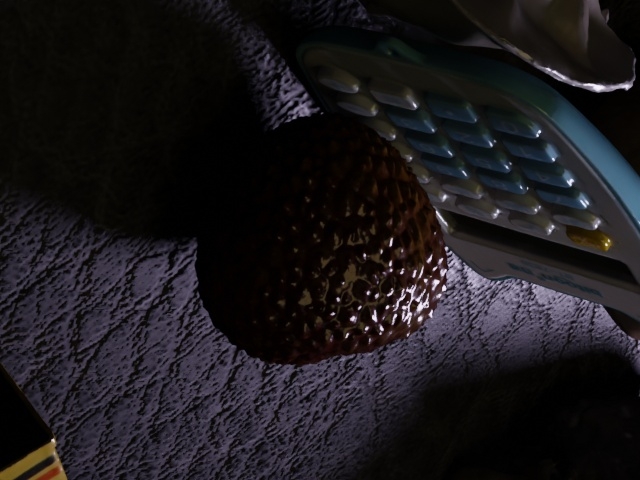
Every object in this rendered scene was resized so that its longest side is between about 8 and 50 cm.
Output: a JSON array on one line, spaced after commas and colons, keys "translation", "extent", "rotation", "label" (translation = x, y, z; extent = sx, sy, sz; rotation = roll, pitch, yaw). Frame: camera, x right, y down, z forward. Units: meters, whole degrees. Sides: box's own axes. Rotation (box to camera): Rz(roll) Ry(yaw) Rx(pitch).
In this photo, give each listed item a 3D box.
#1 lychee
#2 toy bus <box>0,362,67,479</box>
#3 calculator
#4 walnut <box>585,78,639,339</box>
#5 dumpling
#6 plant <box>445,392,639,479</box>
[{"translation": [-0.004, 0.005, 1.242], "extent": [0.194, 0.194, 0.194], "rotation": [-22, 134, -25], "label": "lychee"}, {"translation": [-0.342, 0.209, 1.176], "extent": [0.335, 0.121, 0.123], "rotation": [-32, 144, -17], "label": "toy bus"}, {"translation": [0.133, -0.049, 1.267], "extent": [0.386, 0.256, 0.054], "rotation": [42, 71, -51], "label": "calculator"}, {"translation": [0.325, -0.033, 1.446], "extent": [0.248, 0.248, 0.248], "rotation": [-22, 134, -25], "label": "walnut"}, {"translation": [0.127, -0.204, 1.169], "extent": [0.293, 0.204, 0.163], "rotation": [22, 93, -40], "label": "dumpling"}, {"translation": [0.276, 0.272, 1.669], "extent": [0.312, 0.215, 0.213], "rotation": [-7, 129, -33], "label": "plant"}]
